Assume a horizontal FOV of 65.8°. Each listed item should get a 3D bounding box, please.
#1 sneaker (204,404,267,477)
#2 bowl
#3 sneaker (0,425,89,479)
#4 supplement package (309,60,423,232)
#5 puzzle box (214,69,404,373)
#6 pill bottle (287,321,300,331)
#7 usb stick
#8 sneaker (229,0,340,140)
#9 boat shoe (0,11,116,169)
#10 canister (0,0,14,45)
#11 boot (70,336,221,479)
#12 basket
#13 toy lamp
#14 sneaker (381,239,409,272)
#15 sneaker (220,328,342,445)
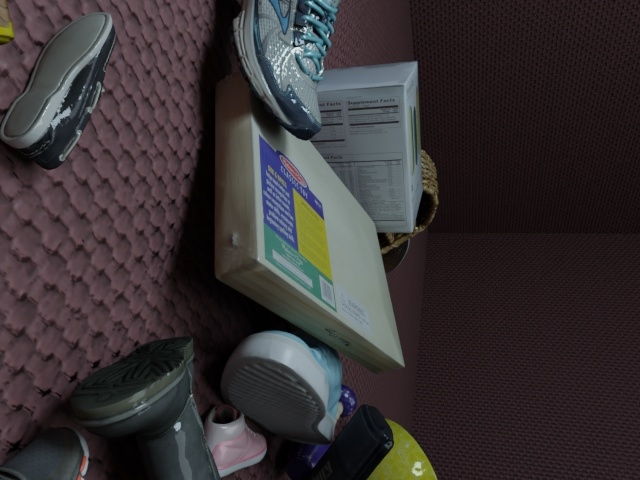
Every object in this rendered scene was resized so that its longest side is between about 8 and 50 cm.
[{"bbox_3d":[-0.100,0.232,0.597,0.134,0.051,0.070,23,73,-67],"label":"sneaker"},{"bbox_3d":[0.122,0.567,1.105,0.156,0.289,0.289,-11,104,-30],"label":"bowl"},{"bbox_3d":[-0.195,0.158,0.275,0.158,0.061,0.064,-63,142,-58],"label":"sneaker"},{"bbox_3d":[0.081,-0.174,0.928,0.199,0.198,0.262,-61,148,-56],"label":"supplement package"},{"bbox_3d":[0.000,0.000,0.669,0.409,0.052,0.272,44,32,-51],"label":"puzzle box"},{"bbox_3d":[0.025,0.095,0.892,0.215,0.117,0.117,-45,133,-67],"label":"pill bottle"},{"bbox_3d":[0.013,0.357,0.726,0.045,0.077,0.278,18,114,-35],"label":"usb stick"},{"bbox_3d":[-0.033,-0.254,0.569,0.110,0.122,0.282,22,52,-66],"label":"sneaker"},{"bbox_3d":[-0.175,-0.108,0.350,0.038,0.046,0.125,62,36,-58],"label":"boat shoe"},{"bbox_3d":[-0.206,-0.172,0.202,0.126,0.073,0.169,-47,136,-65],"label":"canister"},{"bbox_3d":[-0.123,0.196,0.404,0.189,0.076,0.208,-1,85,-86],"label":"boot"},{"bbox_3d":[0.196,-0.085,1.286,0.299,0.214,0.222,49,43,-65],"label":"basket"},{"bbox_3d":[0.006,0.348,0.906,0.275,0.080,0.080,-21,111,-71],"label":"toy lamp"},{"bbox_3d":[0.219,-0.045,1.558,0.123,0.106,0.290,-122,-141,-69],"label":"sneaker"},{"bbox_3d":[-0.040,0.173,0.682,0.366,0.135,0.150,85,13,-58],"label":"sneaker"}]
